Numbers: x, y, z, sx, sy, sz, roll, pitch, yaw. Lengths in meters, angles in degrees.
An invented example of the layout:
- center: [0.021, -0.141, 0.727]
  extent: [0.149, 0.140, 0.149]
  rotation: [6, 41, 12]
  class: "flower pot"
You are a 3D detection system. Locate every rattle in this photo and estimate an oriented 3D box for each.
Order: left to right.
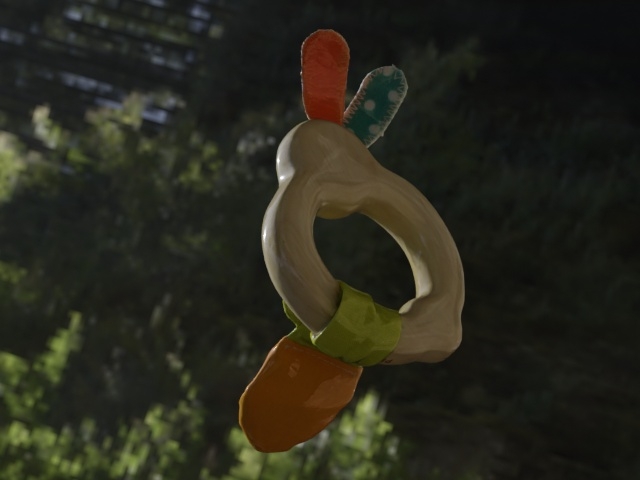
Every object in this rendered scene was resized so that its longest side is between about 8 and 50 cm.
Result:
- center: [0.000, 0.000, 1.001]
  extent: [0.142, 0.130, 0.199]
  rotation: [116, 140, -55]
  class: "rattle"
